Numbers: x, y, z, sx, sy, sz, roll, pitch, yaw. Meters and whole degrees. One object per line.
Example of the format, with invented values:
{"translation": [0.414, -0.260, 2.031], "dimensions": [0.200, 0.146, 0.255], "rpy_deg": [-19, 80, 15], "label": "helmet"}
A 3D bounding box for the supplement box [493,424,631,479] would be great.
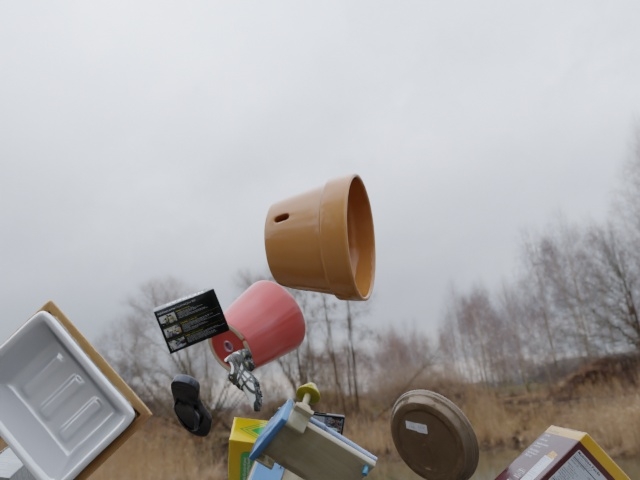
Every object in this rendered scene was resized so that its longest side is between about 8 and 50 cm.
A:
{"translation": [0.435, 0.461, 1.168], "dimensions": [0.194, 0.129, 0.191], "rpy_deg": [-40, -10, -7], "label": "supplement box"}

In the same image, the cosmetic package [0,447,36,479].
{"translation": [-0.797, 0.618, 1.704], "dimensions": [0.107, 0.127, 0.238], "rpy_deg": [3, 12, 8], "label": "cosmetic package"}

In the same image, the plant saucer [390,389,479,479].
{"translation": [0.299, 0.544, 1.726], "dimensions": [0.041, 0.277, 0.278], "rpy_deg": [-19, -4, -46], "label": "plant saucer"}

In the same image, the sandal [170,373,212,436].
{"translation": [-0.354, 0.451, 1.686], "dimensions": [0.097, 0.054, 0.254], "rpy_deg": [5, -47, 12], "label": "sandal"}

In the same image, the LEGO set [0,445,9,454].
{"translation": [-0.808, 0.671, 1.860], "dimensions": [0.182, 0.244, 0.060], "rpy_deg": [-36, 9, -37], "label": "LEGO set"}

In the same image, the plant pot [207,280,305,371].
{"translation": [-0.227, 0.305, 2.122], "dimensions": [0.275, 0.275, 0.243], "rpy_deg": [-23, 6, 43], "label": "plant pot"}

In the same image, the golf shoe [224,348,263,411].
{"translation": [-0.233, 0.429, 1.911], "dimensions": [0.094, 0.198, 0.077], "rpy_deg": [-17, -29, -4], "label": "golf shoe"}

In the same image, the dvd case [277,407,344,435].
{"translation": [-0.045, 0.726, 2.367], "dimensions": [0.253, 0.180, 0.022], "rpy_deg": [8, 6, -2], "label": "dvd case"}

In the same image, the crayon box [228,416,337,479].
{"translation": [-0.124, 0.722, 1.953], "dimensions": [0.313, 0.106, 0.363], "rpy_deg": [7, -60, 2], "label": "crayon box"}

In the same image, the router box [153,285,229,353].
{"translation": [-0.363, 0.223, 1.787], "dimensions": [0.179, 0.133, 0.046], "rpy_deg": [-21, 12, -12], "label": "router box"}

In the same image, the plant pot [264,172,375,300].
{"translation": [0.000, 0.000, 1.457], "dimensions": [0.204, 0.290, 0.291], "rpy_deg": [-5, -15, 17], "label": "plant pot"}

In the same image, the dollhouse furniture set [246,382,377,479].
{"translation": [0.021, 0.407, 1.219], "dimensions": [0.286, 0.198, 0.303], "rpy_deg": [30, -56, -3], "label": "dollhouse furniture set"}

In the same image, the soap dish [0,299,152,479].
{"translation": [-0.480, 0.292, 1.171], "dimensions": [0.229, 0.291, 0.118], "rpy_deg": [-44, -8, -3], "label": "soap dish"}
